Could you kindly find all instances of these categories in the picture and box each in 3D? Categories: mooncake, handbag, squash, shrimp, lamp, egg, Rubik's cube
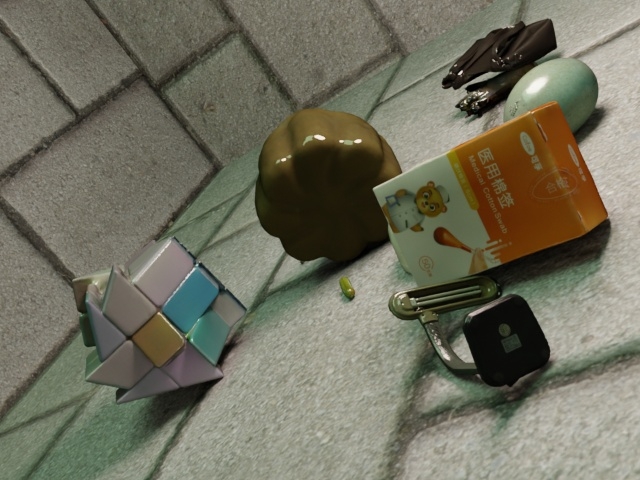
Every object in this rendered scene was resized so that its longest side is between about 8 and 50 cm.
[{"bbox_3d":[0.020,-0.123,1.809,0.378,0.378,0.200,-34,24,11],"label":"mooncake"},{"bbox_3d":[0.505,-0.531,2.127,0.257,0.113,0.285,-40,21,-32],"label":"handbag"},{"bbox_3d":[0.061,0.109,1.679,0.027,0.027,0.083,-36,18,5],"label":"squash"},{"bbox_3d":[0.504,-0.457,2.191,0.289,0.075,0.178,-38,14,-6],"label":"shrimp"},{"bbox_3d":[0.261,0.128,1.161,0.203,0.124,0.283,-21,10,-17],"label":"lamp"},{"bbox_3d":[0.505,-0.300,1.625,0.236,0.169,0.169,-45,19,-15],"label":"egg"},{"bbox_3d":[-0.411,0.192,1.800,0.368,0.387,0.358,-44,16,-7],"label":"Rubik's cube"}]

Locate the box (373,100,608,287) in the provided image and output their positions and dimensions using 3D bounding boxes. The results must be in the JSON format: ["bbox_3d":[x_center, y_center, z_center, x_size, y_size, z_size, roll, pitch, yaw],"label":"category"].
[{"bbox_3d":[0.298,-0.072,1.308,0.341,0.225,0.143,-24,1,36],"label":"box"}]

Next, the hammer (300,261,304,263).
[{"bbox_3d":[0.000,0.000,2.093,0.060,0.028,0.195,-10,35,43],"label":"hammer"}]

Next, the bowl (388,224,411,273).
[{"bbox_3d":[0.253,-0.066,1.573,0.277,0.145,0.277,-32,20,13],"label":"bowl"}]
